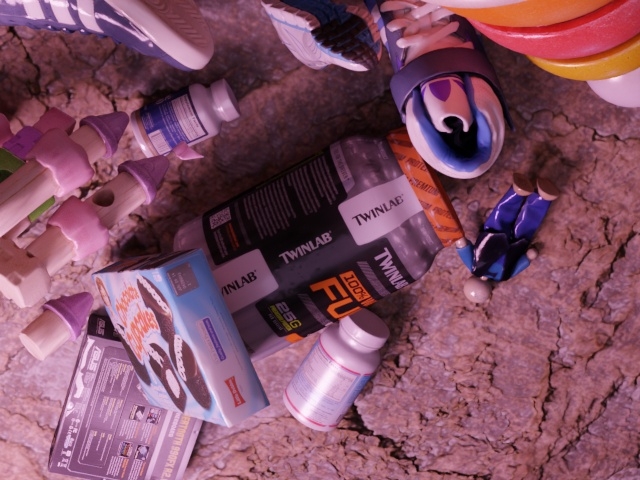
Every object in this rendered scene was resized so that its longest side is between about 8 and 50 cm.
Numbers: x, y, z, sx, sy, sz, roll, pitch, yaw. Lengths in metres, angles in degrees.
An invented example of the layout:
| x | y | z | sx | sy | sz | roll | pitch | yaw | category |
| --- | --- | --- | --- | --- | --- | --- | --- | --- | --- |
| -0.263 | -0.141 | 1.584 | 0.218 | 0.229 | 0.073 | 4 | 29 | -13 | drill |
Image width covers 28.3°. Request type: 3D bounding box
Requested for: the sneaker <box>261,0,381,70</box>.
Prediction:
| x | y | z | sx | sy | sz | roll | pitch | yaw | category |
| --- | --- | --- | --- | --- | --- | --- | --- | --- | --- |
| 0.009 | -0.222 | 1.423 | 0.071 | 0.190 | 0.083 | -30 | 132 | -19 | sneaker |

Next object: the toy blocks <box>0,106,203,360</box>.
| x | y | z | sx | sy | sz | roll | pitch | yaw | category |
| --- | --- | --- | --- | --- | --- | --- | --- | --- | --- |
| -0.320 | -0.067 | 1.437 | 0.260 | 0.288 | 0.309 | -44 | 149 | -27 | toy blocks |

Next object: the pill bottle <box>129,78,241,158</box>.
| x | y | z | sx | sy | sz | roll | pitch | yaw | category |
| --- | --- | --- | --- | --- | --- | --- | --- | --- | --- |
| -0.158 | -0.145 | 1.499 | 0.120 | 0.067 | 0.067 | -23 | 119 | 7 | pill bottle |

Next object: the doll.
| x | y | z | sx | sy | sz | roll | pitch | yaw | category |
| --- | --- | --- | --- | --- | --- | --- | --- | --- | --- |
| 0.230 | 0.001 | 1.633 | 0.129 | 0.046 | 0.189 | 9 | 124 | -21 | doll |

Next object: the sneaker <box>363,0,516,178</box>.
| x | y | z | sx | sy | sz | roll | pitch | yaw | category |
| --- | --- | --- | --- | --- | --- | --- | --- | --- | --- |
| 0.126 | -0.223 | 1.389 | 0.130 | 0.236 | 0.323 | -17 | 120 | 3 | sneaker |

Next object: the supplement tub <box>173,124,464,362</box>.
| x | y | z | sx | sy | sz | roll | pitch | yaw | category |
| --- | --- | --- | --- | --- | --- | --- | --- | --- | --- |
| 0.000 | 0.000 | 1.524 | 0.316 | 0.193 | 0.194 | -28 | 118 | 10 | supplement tub |

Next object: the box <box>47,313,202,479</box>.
| x | y | z | sx | sy | sz | roll | pitch | yaw | category |
| --- | --- | --- | --- | --- | --- | --- | --- | --- | --- |
| -0.249 | 0.223 | 1.699 | 0.183 | 0.056 | 0.231 | 13 | 116 | -14 | box |

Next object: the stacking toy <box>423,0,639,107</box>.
| x | y | z | sx | sy | sz | roll | pitch | yaw | category |
| --- | --- | --- | --- | --- | --- | --- | --- | --- | --- |
| 0.281 | -0.279 | 1.349 | 0.350 | 0.351 | 0.480 | -32 | 141 | 11 | stacking toy |

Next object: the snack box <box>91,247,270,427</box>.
| x | y | z | sx | sy | sz | roll | pitch | yaw | category |
| --- | --- | --- | --- | --- | --- | --- | --- | --- | --- |
| -0.171 | 0.108 | 1.470 | 0.060 | 0.322 | 0.187 | -26 | 97 | -21 | snack box |

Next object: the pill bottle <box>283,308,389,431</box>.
| x | y | z | sx | sy | sz | roll | pitch | yaw | category |
| --- | --- | --- | --- | --- | --- | --- | --- | --- | --- |
| 0.023 | 0.168 | 1.680 | 0.087 | 0.087 | 0.160 | 25 | 113 | -18 | pill bottle |

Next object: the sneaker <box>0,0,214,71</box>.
| x | y | z | sx | sy | sz | roll | pitch | yaw | category |
| --- | --- | --- | --- | --- | --- | --- | --- | --- | --- |
| -0.287 | -0.270 | 1.393 | 0.350 | 0.131 | 0.148 | 34 | 118 | -15 | sneaker |
